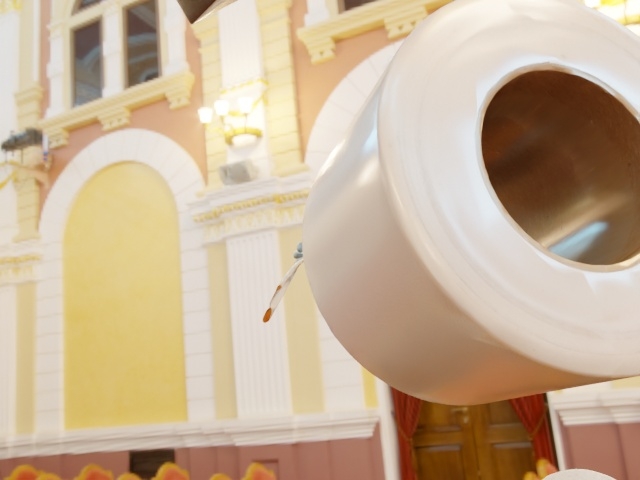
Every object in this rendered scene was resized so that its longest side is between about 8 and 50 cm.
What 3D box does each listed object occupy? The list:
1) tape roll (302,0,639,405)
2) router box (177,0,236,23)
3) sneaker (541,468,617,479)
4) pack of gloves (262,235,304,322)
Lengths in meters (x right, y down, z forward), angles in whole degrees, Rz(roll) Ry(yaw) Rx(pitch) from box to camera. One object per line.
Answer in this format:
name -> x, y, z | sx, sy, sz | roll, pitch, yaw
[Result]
tape roll -> 0.124, -0.018, 0.436 | 0.246, 0.246, 0.169 | -2, -19, -17
router box -> -0.119, -0.393, 0.648 | 0.081, 0.243, 0.309 | -39, 17, -26
sneaker -> 0.309, 0.352, 0.811 | 0.212, 0.080, 0.094 | -20, -58, 41
pack of gloves -> 0.000, 0.000, 0.969 | 0.046, 0.232, 0.195 | 28, -53, 1
